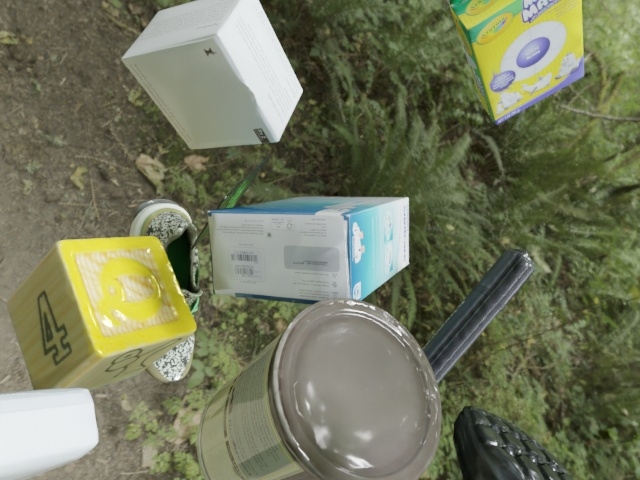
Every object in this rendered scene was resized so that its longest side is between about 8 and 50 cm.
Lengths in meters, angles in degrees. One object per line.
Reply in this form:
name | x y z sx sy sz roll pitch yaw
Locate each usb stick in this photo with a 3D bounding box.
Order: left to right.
usb stick | 0.193 0.124 0.683 0.045 0.278 0.077 41 -3 2

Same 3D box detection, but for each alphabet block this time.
alphabet block | -0.360 0.124 0.812 0.192 0.197 0.194 -7 65 -59

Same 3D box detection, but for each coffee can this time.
coffee can | -0.018 0.218 0.604 0.201 0.275 0.202 16 53 -22

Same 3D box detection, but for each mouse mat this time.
mouse mat | -0.167 -0.065 0.892 0.007 0.189 0.153 41 48 -6

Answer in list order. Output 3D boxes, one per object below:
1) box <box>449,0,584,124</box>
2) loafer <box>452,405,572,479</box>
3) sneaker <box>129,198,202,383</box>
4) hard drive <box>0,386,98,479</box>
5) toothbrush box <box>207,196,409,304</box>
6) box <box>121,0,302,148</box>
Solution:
box | 0.193 -0.198 0.473 0.179 0.105 0.043 38 28 -53
loafer | 0.124 0.182 0.296 0.076 0.078 0.223 24 12 -8
sneaker | -0.317 0.125 1.038 0.158 0.182 0.411 -9 105 -36
hard drive | -0.298 0.115 0.167 0.047 0.232 0.353 71 13 19
toothbrush box | 0.000 0.000 0.772 0.295 0.216 0.126 -23 113 -65
box | -0.152 -0.244 0.729 0.181 0.181 0.119 58 43 -45
